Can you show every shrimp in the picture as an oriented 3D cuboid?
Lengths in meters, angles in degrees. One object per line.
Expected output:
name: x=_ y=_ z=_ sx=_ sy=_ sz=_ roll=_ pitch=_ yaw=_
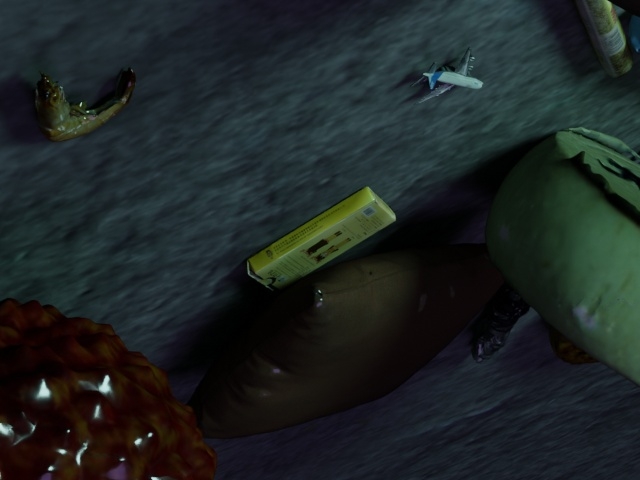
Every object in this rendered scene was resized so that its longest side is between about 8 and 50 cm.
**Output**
shrimp: x=-0.176 y=-0.109 z=1.209 sx=0.083 sy=0.023 sz=0.114 roll=-28 pitch=162 yaw=-6

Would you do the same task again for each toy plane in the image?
toy plane: x=0.116 y=-0.144 z=1.440 sx=0.084 sy=0.024 sz=0.078 roll=-8 pitch=150 yaw=-50

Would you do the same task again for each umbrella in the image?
umbrella: x=0.217 y=0.106 z=2.028 sx=0.050 sy=0.046 sz=0.188 roll=-16 pitch=159 yaw=-16

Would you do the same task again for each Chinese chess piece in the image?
Chinese chess piece: x=0.333 y=0.029 z=1.621 sx=0.349 sy=0.349 sz=0.146 roll=10 pitch=119 yaw=-54

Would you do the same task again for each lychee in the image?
lychee: x=-0.272 y=0.259 z=1.368 sx=0.424 sy=0.425 sz=0.500 roll=-38 pitch=145 yaw=22

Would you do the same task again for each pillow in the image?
pillow: x=0.027 y=0.103 z=1.729 sx=0.307 sy=0.108 sz=0.305 roll=-11 pitch=155 yaw=-40

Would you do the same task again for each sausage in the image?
sausage: x=0.248 y=-0.201 z=1.450 sx=0.032 sy=0.033 sz=0.269 roll=-31 pitch=156 yaw=8

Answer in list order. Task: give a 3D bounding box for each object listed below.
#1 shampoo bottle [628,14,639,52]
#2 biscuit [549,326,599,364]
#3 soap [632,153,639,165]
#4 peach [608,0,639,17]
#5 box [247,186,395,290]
shampoo bottle: x=0.383 y=-0.188 z=1.581 sx=0.104 sy=0.061 sz=0.258 roll=-41 pitch=153 yaw=30
biscuit: x=0.450 y=0.063 z=2.136 sx=0.334 sy=0.081 sz=0.289 roll=-30 pitch=157 yaw=15
soap: x=0.465 y=-0.074 z=1.872 sx=0.259 sy=0.081 sz=0.181 roll=1 pitch=144 yaw=-46
peach: x=0.246 y=-0.261 z=1.086 sx=0.252 sy=0.252 sz=0.252 roll=-22 pitch=156 yaw=-11
box: x=0.000 y=0.000 z=1.614 sx=0.149 sy=0.020 sz=0.073 roll=-31 pitch=157 yaw=9
